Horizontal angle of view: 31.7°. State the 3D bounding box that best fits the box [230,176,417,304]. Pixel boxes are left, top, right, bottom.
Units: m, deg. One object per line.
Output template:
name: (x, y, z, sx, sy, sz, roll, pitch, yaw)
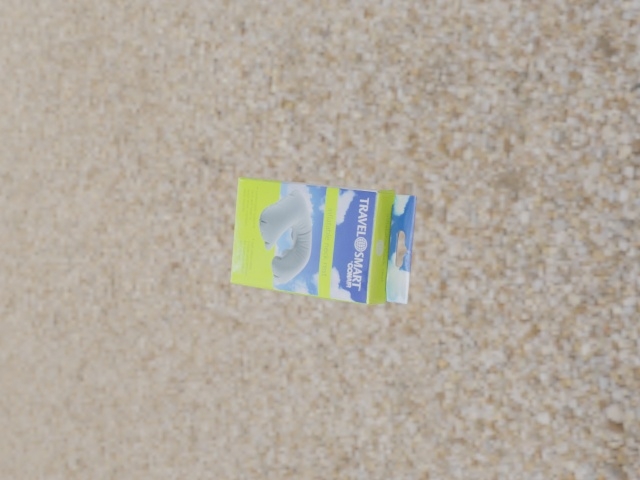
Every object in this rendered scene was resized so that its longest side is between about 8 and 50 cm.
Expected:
box: (0.000, 0.000, 1.077, 0.178, 0.042, 0.109, 7, 95, 31)
